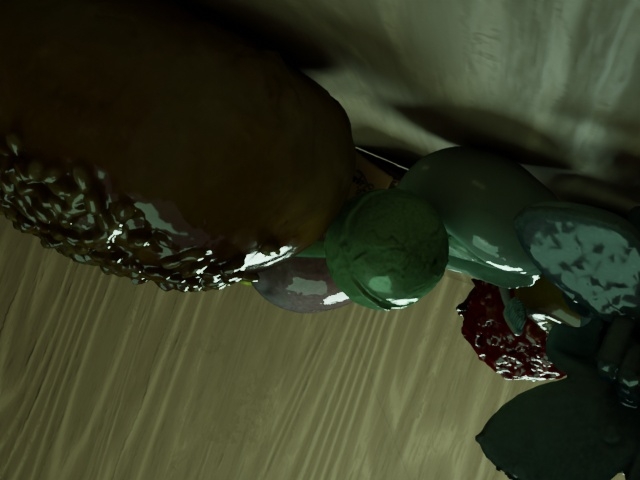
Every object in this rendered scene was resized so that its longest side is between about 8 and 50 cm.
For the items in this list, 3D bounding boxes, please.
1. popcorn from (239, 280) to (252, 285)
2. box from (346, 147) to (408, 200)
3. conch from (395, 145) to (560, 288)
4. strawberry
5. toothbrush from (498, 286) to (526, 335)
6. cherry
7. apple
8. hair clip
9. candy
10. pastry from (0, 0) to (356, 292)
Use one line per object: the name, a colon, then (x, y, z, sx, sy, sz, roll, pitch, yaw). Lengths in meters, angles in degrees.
popcorn: (-0.097, -0.032, 2.078, 0.250, 0.235, 0.242, 34, 129, -25)
box: (0.148, -0.032, 1.478, 0.237, 0.070, 0.152, 23, -169, -25)
conch: (0.162, -0.018, 1.212, 0.185, 0.121, 0.221, 55, 158, -16)
strawberry: (0.279, 0.130, 1.457, 0.236, 0.111, 0.190, 14, 166, 46)
toothbrush: (0.205, 0.014, 1.337, 0.021, 0.027, 0.269, 19, -146, -18)
cherry: (-0.011, -0.001, 1.734, 0.206, 0.239, 0.239, 1, -175, -26)
apple: (0.298, 0.049, 1.313, 0.146, 0.147, 0.163, 21, 148, 47)
hair clip: (0.343, 0.102, 1.066, 0.318, 0.392, 0.238, 15, -158, 31)
candy: (-0.008, 0.011, 1.263, 0.119, 0.119, 0.440, 21, 170, -26)
pastry: (-0.166, -0.088, 1.102, 0.409, 0.245, 0.409, 21, 178, 1)
